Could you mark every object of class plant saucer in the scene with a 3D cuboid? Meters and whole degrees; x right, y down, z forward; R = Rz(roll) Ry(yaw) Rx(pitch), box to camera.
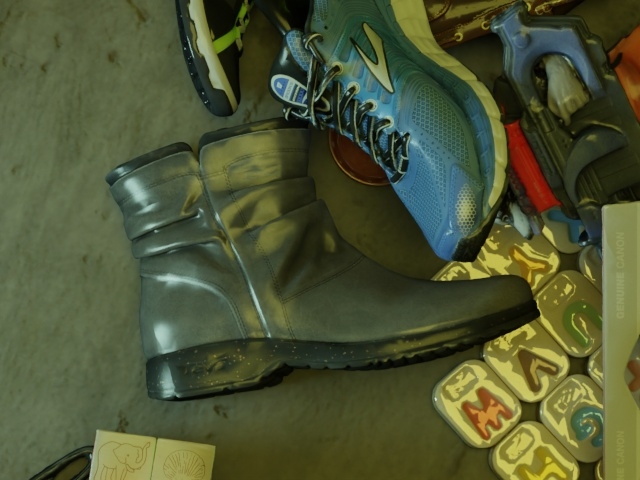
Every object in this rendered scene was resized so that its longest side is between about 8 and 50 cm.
[{"bbox_3d":[0.048,-0.087,1.692,0.083,0.013,0.084,1,83,-4],"label":"plant saucer"}]

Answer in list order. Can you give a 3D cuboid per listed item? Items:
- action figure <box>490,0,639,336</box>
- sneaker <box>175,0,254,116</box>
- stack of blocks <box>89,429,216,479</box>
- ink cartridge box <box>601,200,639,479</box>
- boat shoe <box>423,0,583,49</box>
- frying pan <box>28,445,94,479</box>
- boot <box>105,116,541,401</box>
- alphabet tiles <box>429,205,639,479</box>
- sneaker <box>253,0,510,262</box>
[{"bbox_3d":[0.271,-0.074,1.651,0.330,0.178,0.341,-19,108,2],"label":"action figure"},{"bbox_3d":[-0.076,-0.223,1.665,0.097,0.084,0.235,-9,84,-6],"label":"sneaker"},{"bbox_3d":[-0.135,0.236,1.499,0.087,0.297,0.171,8,82,-3],"label":"stack of blocks"},{"bbox_3d":[0.342,0.080,1.593,0.261,0.066,0.296,-7,113,-8],"label":"ink cartridge box"},{"bbox_3d":[0.162,-0.196,1.686,0.207,0.073,0.073,-11,86,2],"label":"boat shoe"},{"bbox_3d":[-0.316,0.301,1.609,0.326,0.053,0.197,-14,85,-2],"label":"frying pan"},{"bbox_3d":[0.000,0.000,1.620,0.338,0.118,0.223,-9,83,-1],"label":"boot"},{"bbox_3d":[0.238,0.088,1.681,0.284,0.021,0.278,-42,88,-8],"label":"alphabet tiles"},{"bbox_3d":[0.035,-0.109,1.584,0.147,0.130,0.330,-11,54,-26],"label":"sneaker"}]
